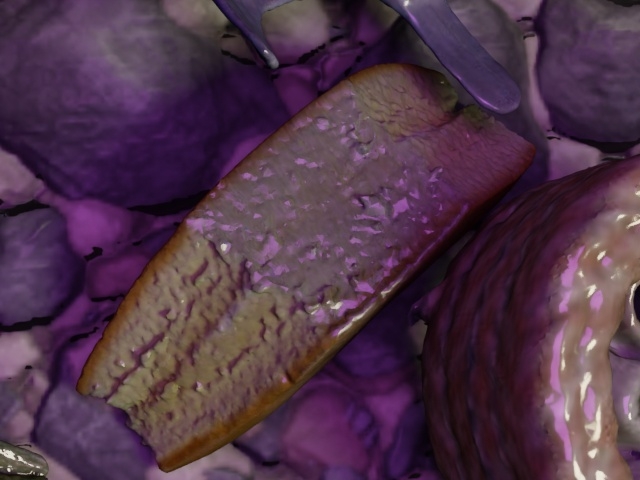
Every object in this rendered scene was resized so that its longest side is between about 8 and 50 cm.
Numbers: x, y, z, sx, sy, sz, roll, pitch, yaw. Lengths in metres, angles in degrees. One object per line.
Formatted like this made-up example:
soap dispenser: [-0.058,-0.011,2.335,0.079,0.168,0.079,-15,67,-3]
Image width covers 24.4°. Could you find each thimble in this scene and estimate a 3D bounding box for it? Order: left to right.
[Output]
thimble: [0.157,0.075,0.678,0.196,0.148,0.229,-22,91,-19]

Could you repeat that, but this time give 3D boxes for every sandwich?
sandwich: [0.000,0.000,0.709,0.094,0.096,0.258,44,72,8]

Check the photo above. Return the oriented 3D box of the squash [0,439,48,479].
squash: [-0.193,0.104,0.663,0.132,0.105,0.105,32,73,-20]

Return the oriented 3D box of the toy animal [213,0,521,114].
toy animal: [0.021,-0.176,0.744,0.239,0.176,0.255,-25,99,-32]
